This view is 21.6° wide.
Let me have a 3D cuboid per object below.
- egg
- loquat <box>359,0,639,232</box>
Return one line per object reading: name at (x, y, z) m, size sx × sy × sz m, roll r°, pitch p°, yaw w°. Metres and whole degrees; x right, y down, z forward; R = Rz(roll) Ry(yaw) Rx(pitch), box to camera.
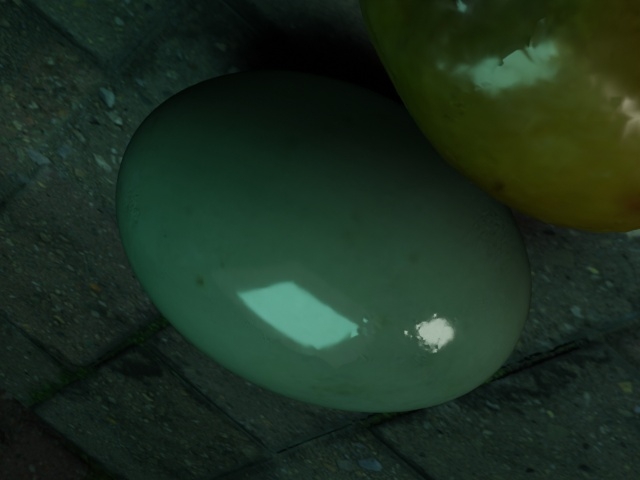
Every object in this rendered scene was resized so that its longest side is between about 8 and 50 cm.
egg at (0.000, 0.000, 1.465) m, size 0.389 × 0.276 × 0.276 m, roll 28°, pitch 151°, yaw 19°
loquat at (0.161, -0.142, 1.071) m, size 0.276 × 0.276 × 0.284 m, roll 5°, pitch 169°, yaw 43°
